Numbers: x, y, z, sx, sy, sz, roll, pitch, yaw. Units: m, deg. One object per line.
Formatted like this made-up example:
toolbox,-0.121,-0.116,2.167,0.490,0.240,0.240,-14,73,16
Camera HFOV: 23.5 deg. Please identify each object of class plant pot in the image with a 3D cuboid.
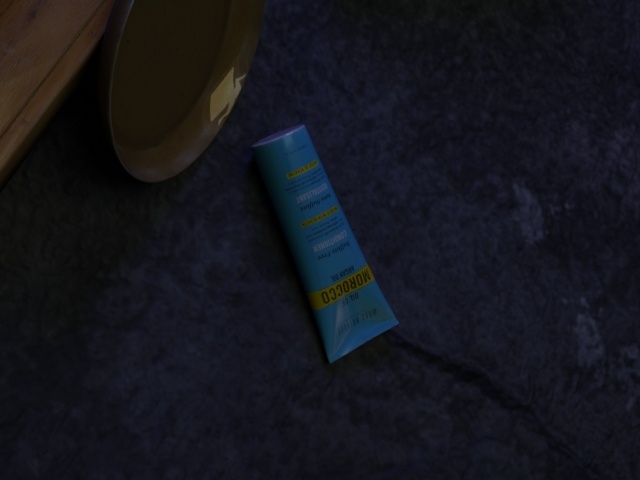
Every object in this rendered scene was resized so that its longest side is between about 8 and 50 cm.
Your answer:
plant pot,-0.117,-0.163,1.264,0.032,0.236,0.236,21,63,21

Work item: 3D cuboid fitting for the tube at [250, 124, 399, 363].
tube,0.000,0.000,1.377,0.080,0.052,0.207,-27,101,-21

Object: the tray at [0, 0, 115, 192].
tray,-0.260,-0.203,1.207,0.203,0.076,0.411,33,64,-4
